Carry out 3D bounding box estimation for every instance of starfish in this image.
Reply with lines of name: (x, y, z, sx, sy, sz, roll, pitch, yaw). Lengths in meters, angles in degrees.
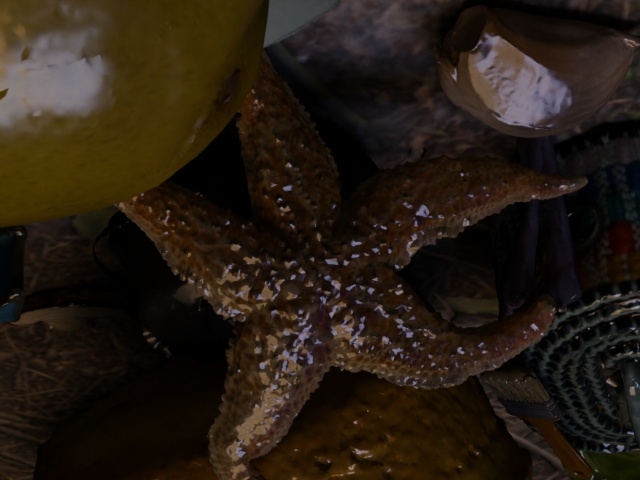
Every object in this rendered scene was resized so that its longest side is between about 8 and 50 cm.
starfish: (0.001, 0.000, 1.142, 0.299, 0.060, 0.302, -45, 106, -3)

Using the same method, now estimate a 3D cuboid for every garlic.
garlic: (0.138, -0.101, 1.166, 0.152, 0.066, 0.084, 8, 145, -18)

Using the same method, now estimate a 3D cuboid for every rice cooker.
rice cooker: (-0.050, 0.005, 1.265, 0.203, 0.118, 0.142, -20, 148, 18)

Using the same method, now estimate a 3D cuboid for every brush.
brush: (0.162, 0.132, 1.342, 0.043, 0.014, 0.170, 5, 152, 33)

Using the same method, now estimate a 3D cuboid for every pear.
pear: (-0.179, -0.151, 0.821, 0.336, 0.285, 0.285, 14, 145, -39)

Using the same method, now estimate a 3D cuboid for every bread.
bread: (-0.043, 0.175, 1.342, 0.358, 0.204, 0.337, -27, -174, -11)

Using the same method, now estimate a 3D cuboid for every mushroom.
mushroom: (-0.190, 0.053, 1.424, 0.101, 0.019, 0.049, -4, 149, 3)

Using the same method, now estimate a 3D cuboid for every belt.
belt: (0.227, 0.052, 1.346, 0.207, 0.160, 0.295, -8, 150, 6)

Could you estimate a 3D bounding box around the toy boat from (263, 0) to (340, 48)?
toy boat: (-0.087, -0.150, 1.057, 0.208, 0.079, 0.134, -25, 152, 7)

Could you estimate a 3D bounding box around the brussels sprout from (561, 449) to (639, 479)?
brussels sprout: (0.289, 0.160, 1.613, 0.139, 0.100, 0.181, 30, 151, -18)

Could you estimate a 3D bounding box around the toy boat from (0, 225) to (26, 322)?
toy boat: (-0.293, 0.020, 1.295, 0.186, 0.075, 0.077, 0, 152, 2)
